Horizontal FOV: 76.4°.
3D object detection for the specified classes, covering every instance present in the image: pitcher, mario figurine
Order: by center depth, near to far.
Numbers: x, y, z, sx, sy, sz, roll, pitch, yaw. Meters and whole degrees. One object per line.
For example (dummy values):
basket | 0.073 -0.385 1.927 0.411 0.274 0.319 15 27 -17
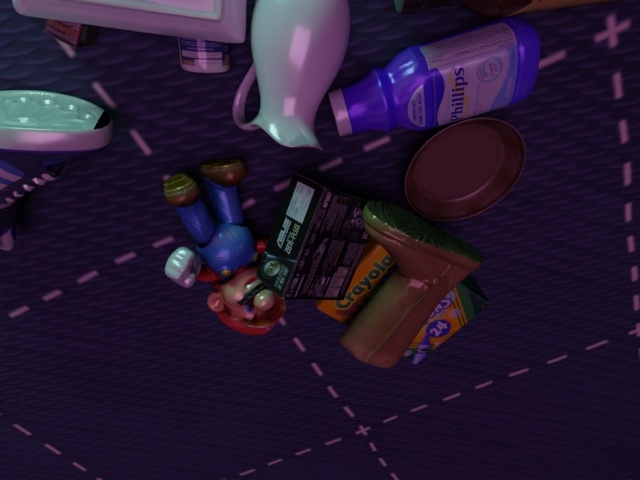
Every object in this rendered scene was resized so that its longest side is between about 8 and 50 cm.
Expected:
pitcher | -0.052 -0.241 0.548 0.125 0.178 0.207 -10 117 -51
mario figurine | -0.128 0.033 0.680 0.198 0.170 0.320 -14 120 2

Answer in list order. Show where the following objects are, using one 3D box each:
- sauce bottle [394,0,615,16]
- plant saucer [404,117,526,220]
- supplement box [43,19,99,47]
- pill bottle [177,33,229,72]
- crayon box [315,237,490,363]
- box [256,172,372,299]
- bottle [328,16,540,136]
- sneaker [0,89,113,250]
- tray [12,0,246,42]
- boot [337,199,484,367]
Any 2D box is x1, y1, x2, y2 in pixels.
sauce bottle | 0.266 -0.347 0.510 0.344 0.111 0.111 -6 122 1
plant saucer | 0.232 -0.118 0.674 0.199 0.036 0.198 -5 134 -5
supplement box | -0.314 -0.300 0.526 0.043 0.055 0.083 25 116 -17
pill bottle | -0.156 -0.289 0.537 0.067 0.067 0.120 1 122 -5
crayon box | 0.135 0.091 0.783 0.323 0.083 0.203 33 113 -21
box | 0.000 0.000 0.658 0.147 0.077 0.180 9 107 -46
bottle | 0.154 -0.220 0.582 0.283 0.092 0.118 -15 140 4
sneaker | -0.462 -0.088 0.615 0.323 0.130 0.236 -1 131 -9
tray | -0.219 -0.315 0.457 0.270 0.030 0.145 4 120 -8
boot | 0.108 0.090 0.681 0.236 0.089 0.269 25 117 -18
